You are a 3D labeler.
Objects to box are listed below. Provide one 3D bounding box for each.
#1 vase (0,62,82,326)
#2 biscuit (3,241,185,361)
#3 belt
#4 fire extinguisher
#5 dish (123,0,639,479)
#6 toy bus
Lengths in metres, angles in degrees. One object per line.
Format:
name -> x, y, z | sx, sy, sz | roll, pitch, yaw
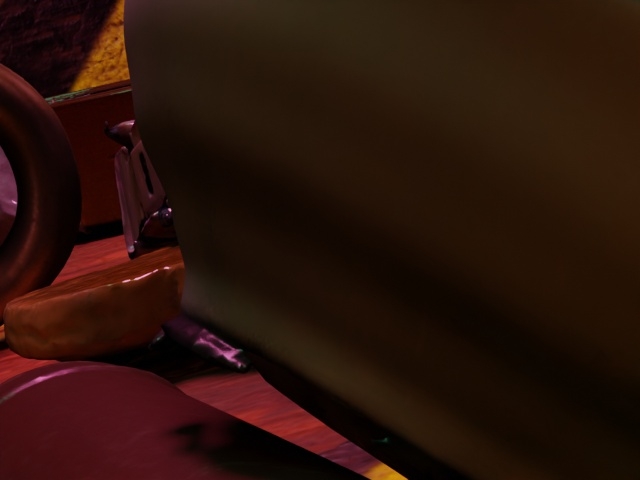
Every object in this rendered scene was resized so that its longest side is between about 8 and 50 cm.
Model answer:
vase -> -0.310, -0.045, 1.161 | 0.329, 0.302, 0.241 | 13, 5, -18
biscuit -> 0.001, 0.004, 1.075 | 0.376, 0.051, 0.269 | -17, 6, -12
belt -> -0.191, -0.074, 1.635 | 0.338, 0.122, 0.217 | -10, 10, 24
fire extinguisher -> -0.068, 0.107, 0.529 | 0.147, 0.106, 0.337 | -40, 16, -16
dish -> 0.059, 0.027, 0.471 | 0.106, 0.316, 0.316 | -59, 19, -6
toy bus -> -0.074, -0.050, 1.216 | 0.112, 0.090, 0.274 | -7, -6, -13
